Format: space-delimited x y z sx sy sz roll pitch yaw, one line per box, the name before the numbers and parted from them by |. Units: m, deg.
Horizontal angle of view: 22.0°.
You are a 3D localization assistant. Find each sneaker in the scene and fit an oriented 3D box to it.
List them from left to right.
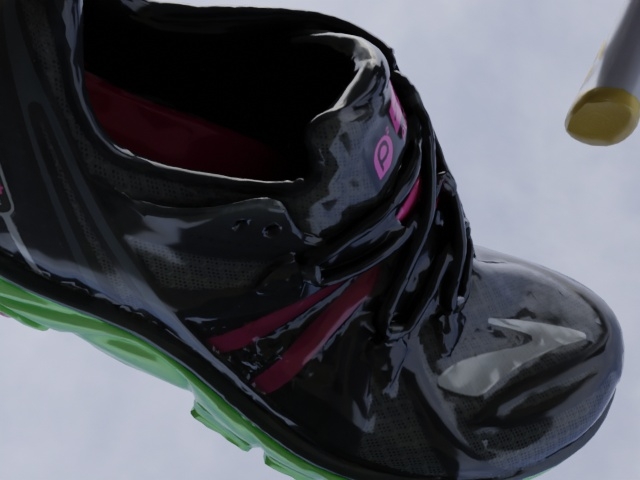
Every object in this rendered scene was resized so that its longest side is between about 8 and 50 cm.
sneaker | 0.000 0.000 0.870 0.202 0.483 0.185 -39 -140 36

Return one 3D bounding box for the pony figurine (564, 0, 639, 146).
pony figurine | 0.267 -0.265 0.926 0.303 0.351 0.363 19 -120 -10
